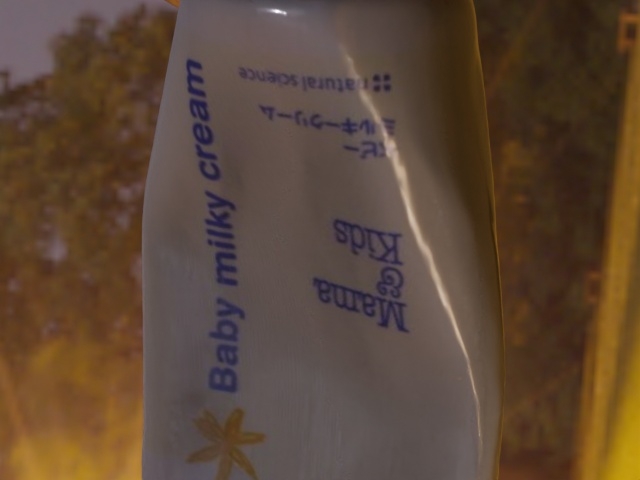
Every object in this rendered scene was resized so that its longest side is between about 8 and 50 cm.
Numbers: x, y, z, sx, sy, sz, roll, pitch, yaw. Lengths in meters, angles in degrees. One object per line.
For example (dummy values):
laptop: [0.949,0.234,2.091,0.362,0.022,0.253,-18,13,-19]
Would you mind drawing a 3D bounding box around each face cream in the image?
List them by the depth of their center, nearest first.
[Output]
face cream: [0.000,0.000,0.515,0.070,0.114,0.224,-16,-67,-58]

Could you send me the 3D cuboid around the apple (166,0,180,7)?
apple: [-0.013,-0.200,0.908,0.211,0.188,0.211,7,-90,-85]
